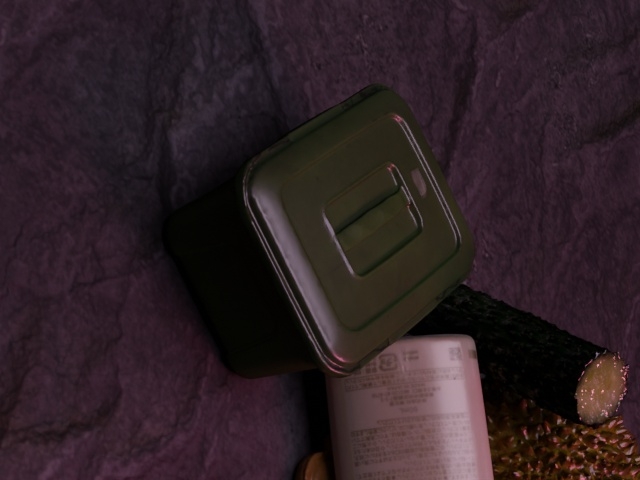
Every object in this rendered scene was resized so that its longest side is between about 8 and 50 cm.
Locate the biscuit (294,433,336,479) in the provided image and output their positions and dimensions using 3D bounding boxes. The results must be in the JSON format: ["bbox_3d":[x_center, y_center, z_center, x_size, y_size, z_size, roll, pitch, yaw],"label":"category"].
[{"bbox_3d":[0.020,0.306,2.061,0.144,0.040,0.236,50,46,-31],"label":"biscuit"}]

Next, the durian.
[{"bbox_3d":[0.258,0.270,2.186,0.293,0.258,0.258,17,62,-45],"label":"durian"}]

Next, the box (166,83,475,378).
[{"bbox_3d":[0.000,0.000,2.053,0.328,0.177,0.253,-34,99,-48],"label":"box"}]

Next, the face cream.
[{"bbox_3d":[0.106,0.280,2.034,0.081,0.173,0.349,95,-11,-75],"label":"face cream"}]

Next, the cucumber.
[{"bbox_3d":[0.189,0.108,2.132,0.096,0.359,0.096,-19,120,-38],"label":"cucumber"}]
